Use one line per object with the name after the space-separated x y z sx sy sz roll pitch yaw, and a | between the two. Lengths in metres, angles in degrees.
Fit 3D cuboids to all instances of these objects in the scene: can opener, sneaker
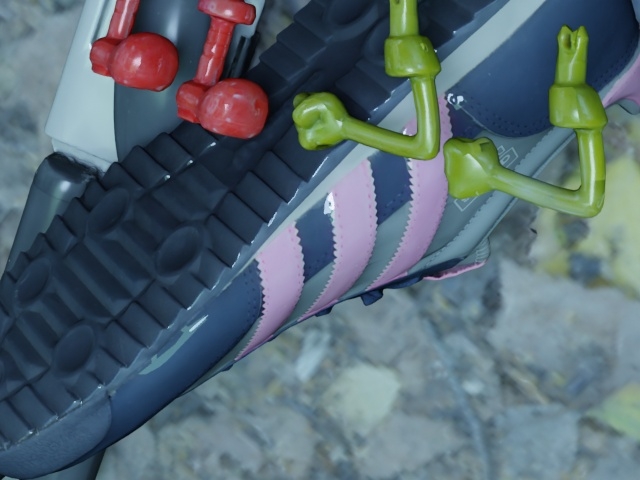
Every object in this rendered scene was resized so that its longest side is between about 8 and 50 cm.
-0.102 -0.002 0.853 0.076 0.095 0.283 23 108 6 | can opener
0.000 0.000 0.777 0.319 0.112 0.131 -40 131 6 | sneaker

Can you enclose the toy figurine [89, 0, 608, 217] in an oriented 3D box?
-0.075 -0.141 0.638 0.362 0.217 0.191 24 100 37 | toy figurine
